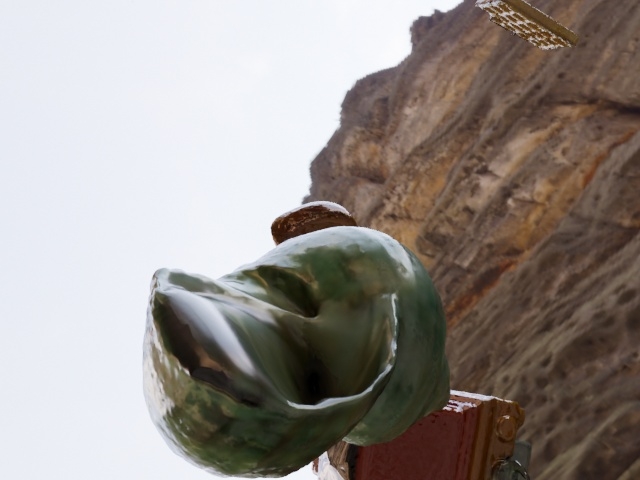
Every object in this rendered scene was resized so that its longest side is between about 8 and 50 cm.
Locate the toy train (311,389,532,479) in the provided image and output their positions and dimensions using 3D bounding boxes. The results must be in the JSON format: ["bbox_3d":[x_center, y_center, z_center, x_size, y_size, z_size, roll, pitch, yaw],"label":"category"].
[{"bbox_3d":[0.097,0.244,0.926,0.232,0.369,0.163,18,-102,-21],"label":"toy train"}]

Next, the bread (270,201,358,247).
[{"bbox_3d":[0.000,0.000,1.196,0.129,0.044,0.126,-24,-94,-27],"label":"bread"}]

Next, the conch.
[{"bbox_3d":[-0.009,0.061,0.428,0.188,0.176,0.121,-10,-79,-28],"label":"conch"}]

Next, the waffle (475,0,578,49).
[{"bbox_3d":[0.277,-0.299,1.081,0.135,0.092,0.021,25,-87,-19],"label":"waffle"}]
